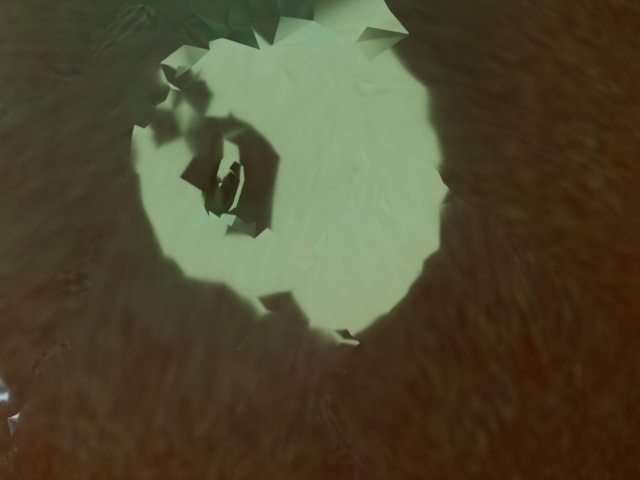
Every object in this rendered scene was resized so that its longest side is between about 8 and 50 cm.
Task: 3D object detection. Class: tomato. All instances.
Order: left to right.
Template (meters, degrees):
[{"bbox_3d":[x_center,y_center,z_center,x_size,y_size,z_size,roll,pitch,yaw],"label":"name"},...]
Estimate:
[{"bbox_3d":[0.000,0.000,0.424,0.255,0.224,0.256,-1,82,9],"label":"tomato"}]
